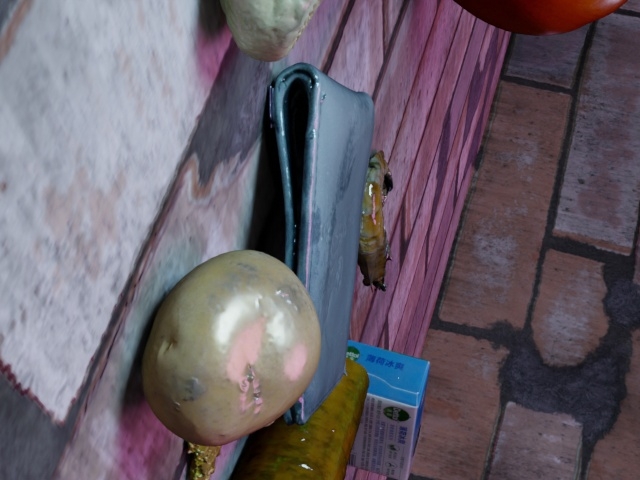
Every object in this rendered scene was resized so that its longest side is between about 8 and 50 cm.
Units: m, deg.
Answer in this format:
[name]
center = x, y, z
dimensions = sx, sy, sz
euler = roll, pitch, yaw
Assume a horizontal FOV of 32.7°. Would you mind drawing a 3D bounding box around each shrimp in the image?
[shrimp]
center = 0.075, -0.027, 1.428
dimensions = 0.217, 0.051, 0.150
euler = 84, 15, -51

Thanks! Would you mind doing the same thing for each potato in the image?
[potato]
center = -0.057, 0.068, 0.715
dimensions = 0.112, 0.112, 0.147
euler = 92, 22, -46

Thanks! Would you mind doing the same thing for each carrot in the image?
[carrot]
center = -0.032, 0.236, 1.044
dimensions = 0.301, 0.114, 0.114
euler = -70, 168, -48

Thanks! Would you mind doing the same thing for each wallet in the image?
[wallet]
center = -0.001, 0.000, 0.960
dimensions = 0.251, 0.054, 0.290
euler = -4, 100, -79

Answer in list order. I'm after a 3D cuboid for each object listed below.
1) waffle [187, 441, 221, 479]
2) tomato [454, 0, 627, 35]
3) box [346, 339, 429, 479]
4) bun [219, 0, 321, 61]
[waffle]
center = -0.091, 0.154, 0.878
dimensions = 0.085, 0.016, 0.078
euler = 89, 14, -55
[tomato]
center = 0.256, -0.391, 1.332
dimensions = 0.226, 0.299, 0.298
euler = 10, 95, -47
[box]
center = 0.059, 0.216, 1.387
dimensions = 0.194, 0.139, 0.073
euler = 91, 16, -50
[bun]
center = -0.026, -0.169, 0.667
dimensions = 0.115, 0.069, 0.115
euler = -60, -177, 5
